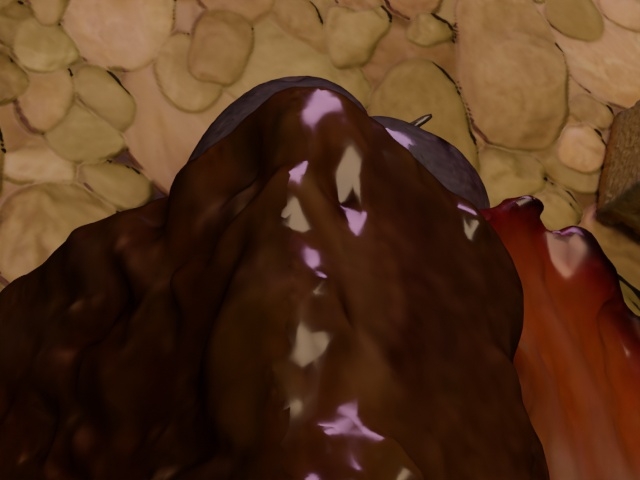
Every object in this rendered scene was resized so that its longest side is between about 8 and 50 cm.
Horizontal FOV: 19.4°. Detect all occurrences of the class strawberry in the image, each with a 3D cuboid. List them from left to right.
[{"bbox_3d":[0.085,0.154,0.864,0.265,0.149,0.336,-20,94,-56],"label":"strawberry"}]

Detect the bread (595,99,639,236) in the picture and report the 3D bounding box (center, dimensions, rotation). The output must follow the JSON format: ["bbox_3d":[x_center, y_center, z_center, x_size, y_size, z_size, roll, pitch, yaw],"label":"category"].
[{"bbox_3d":[0.233,-0.038,1.123,0.109,0.084,0.080,27,57,-10],"label":"bread"}]

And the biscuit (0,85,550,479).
[{"bbox_3d":[-0.056,0.182,0.690,0.166,0.342,0.395,27,48,-35],"label":"biscuit"}]

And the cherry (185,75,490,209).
[{"bbox_3d":[0.002,0.003,0.951,0.176,0.140,0.176,-7,62,14],"label":"cherry"}]
